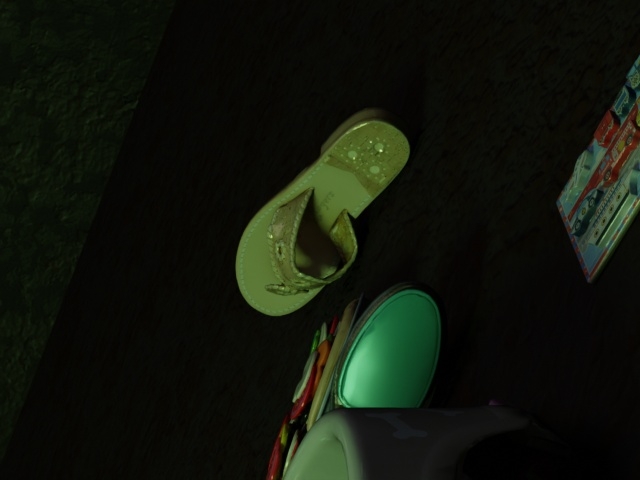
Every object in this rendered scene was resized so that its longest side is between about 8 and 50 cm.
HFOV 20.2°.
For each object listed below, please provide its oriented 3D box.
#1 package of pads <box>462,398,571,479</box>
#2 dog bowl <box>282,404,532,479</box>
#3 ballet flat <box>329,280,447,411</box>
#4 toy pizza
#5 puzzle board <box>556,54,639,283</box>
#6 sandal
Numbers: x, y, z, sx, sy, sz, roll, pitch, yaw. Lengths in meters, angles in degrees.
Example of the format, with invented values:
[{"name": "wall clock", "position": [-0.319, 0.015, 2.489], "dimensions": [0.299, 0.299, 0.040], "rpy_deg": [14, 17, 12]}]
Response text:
[{"name": "package of pads", "position": [0.112, 0.127, 1.033], "dimensions": [0.083, 0.032, 0.050], "rpy_deg": [-141, 68, -74]}, {"name": "dog bowl", "position": [0.023, 0.249, 0.969], "dimensions": [0.349, 0.102, 0.348], "rpy_deg": [-167, 90, -80]}, {"name": "ballet flat", "position": [0.037, 0.121, 1.230], "dimensions": [0.074, 0.074, 0.203], "rpy_deg": [-141, 65, -74]}, {"name": "toy pizza", "position": [-0.010, 0.130, 1.342], "dimensions": [0.201, 0.032, 0.201], "rpy_deg": [20, -90, -88]}, {"name": "puzzle board", "position": [0.178, -0.050, 1.061], "dimensions": [0.096, 0.011, 0.128], "rpy_deg": [-98, 31, -59]}, {"name": "sandal", "position": [-0.006, -0.003, 1.486], "dimensions": [0.240, 0.088, 0.079], "rpy_deg": [-54, 16, 33]}]
